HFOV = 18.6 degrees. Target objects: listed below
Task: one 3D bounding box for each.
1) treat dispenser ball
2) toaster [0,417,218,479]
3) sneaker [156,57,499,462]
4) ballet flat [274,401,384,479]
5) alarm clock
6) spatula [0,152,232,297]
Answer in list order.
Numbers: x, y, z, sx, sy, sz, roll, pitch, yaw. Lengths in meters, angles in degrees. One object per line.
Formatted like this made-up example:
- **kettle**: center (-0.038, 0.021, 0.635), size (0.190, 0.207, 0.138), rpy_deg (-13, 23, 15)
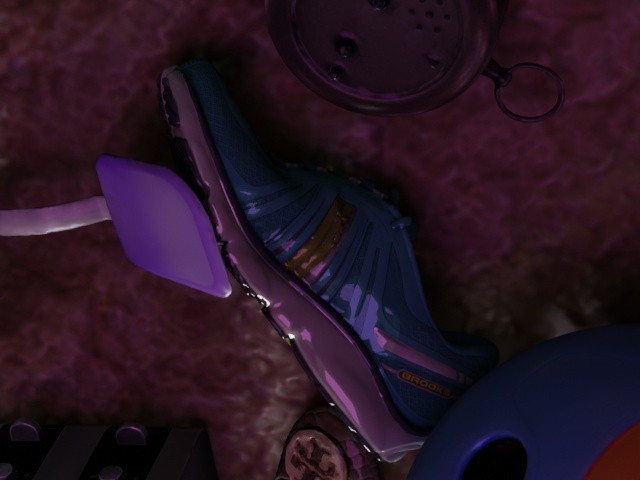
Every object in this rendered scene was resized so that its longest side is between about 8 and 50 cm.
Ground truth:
- **treat dispenser ball**: center (0.181, 0.190, 1.102), size (0.288, 0.288, 0.288), rpy_deg (7, 125, 10)
- **toaster**: center (-0.150, 0.210, 1.309), size (0.168, 0.110, 0.185), rpy_deg (0, 123, 15)
- **sneaker**: center (0.000, 0.000, 1.154), size (0.110, 0.107, 0.275), rpy_deg (-38, 105, -2)
- **ballet flat**: center (-0.014, 0.210, 1.294), size (0.084, 0.058, 0.250), rpy_deg (42, 136, 30)
- **alarm clock**: center (0.052, -0.120, 1.068), size (0.192, 0.064, 0.129), rpy_deg (30, 125, -11)
- **spatula**: center (-0.178, -0.015, 1.170), size (0.296, 0.030, 0.084), rpy_deg (4, 124, 31)
